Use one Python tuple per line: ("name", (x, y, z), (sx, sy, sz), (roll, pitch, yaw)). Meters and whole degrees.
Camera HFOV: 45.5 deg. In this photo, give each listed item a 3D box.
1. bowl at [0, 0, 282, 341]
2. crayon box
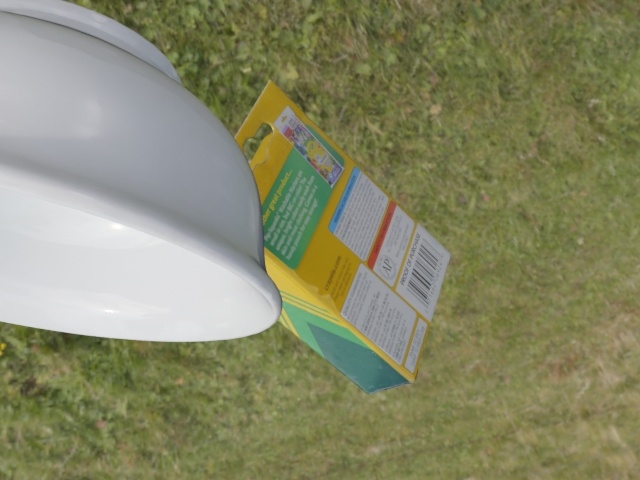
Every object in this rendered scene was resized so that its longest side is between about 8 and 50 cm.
("bowl", (-0.159, -0.041, 0.428), (0.298, 0.134, 0.298), (8, 161, 3))
("crayon box", (0.000, 0.000, 0.879), (0.323, 0.203, 0.083), (42, 138, -21))
